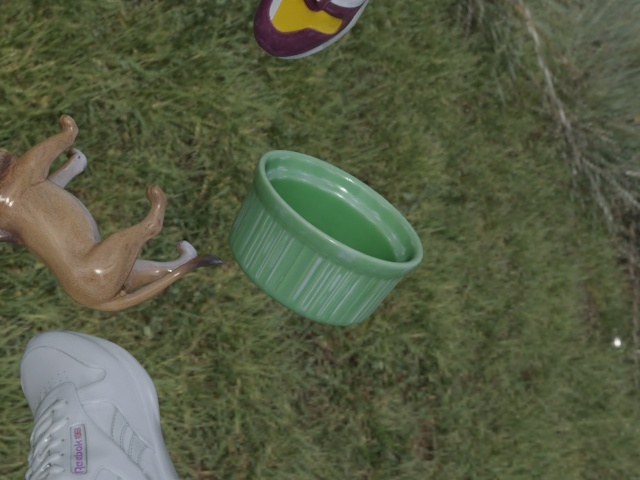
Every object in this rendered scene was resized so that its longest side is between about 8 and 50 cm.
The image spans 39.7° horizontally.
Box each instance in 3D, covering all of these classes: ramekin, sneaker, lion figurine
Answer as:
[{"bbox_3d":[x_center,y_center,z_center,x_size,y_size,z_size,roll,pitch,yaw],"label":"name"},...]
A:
[{"bbox_3d":[0.000,0.000,1.434,0.303,0.148,0.303,27,23,-13],"label":"ramekin"},{"bbox_3d":[-0.197,0.187,0.741,0.152,0.114,0.305,6,35,-49],"label":"sneaker"},{"bbox_3d":[0.021,-0.200,0.614,0.069,0.185,0.084,55,11,12],"label":"sneaker"},{"bbox_3d":[-0.352,-0.012,1.203,0.392,0.142,0.240,34,60,12],"label":"lion figurine"}]
